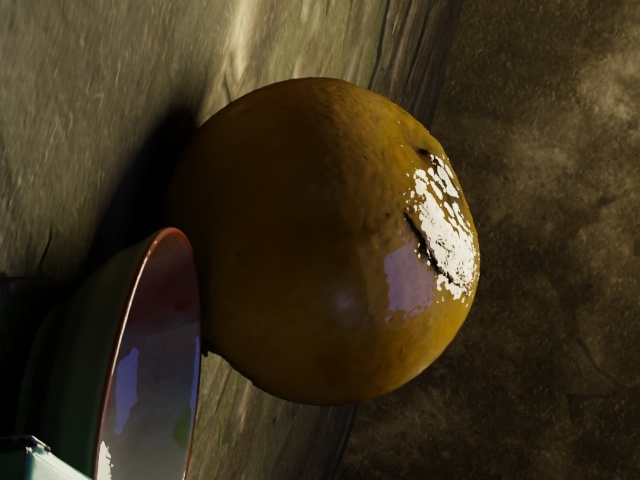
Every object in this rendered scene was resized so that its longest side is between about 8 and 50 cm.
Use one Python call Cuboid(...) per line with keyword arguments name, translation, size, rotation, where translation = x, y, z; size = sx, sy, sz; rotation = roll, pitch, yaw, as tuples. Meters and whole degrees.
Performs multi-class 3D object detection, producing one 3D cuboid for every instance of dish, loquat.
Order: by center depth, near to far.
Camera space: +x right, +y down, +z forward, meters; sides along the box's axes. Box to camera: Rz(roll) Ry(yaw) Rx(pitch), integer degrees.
Cuboid(name="dish", translation=(-0.152, 0.116, 1.307), size=(0.260, 0.085, 0.260), rotation=(6, 90, -80))
Cuboid(name="loquat", translation=(0.000, 0.000, 1.502), size=(0.263, 0.263, 0.263), rotation=(19, 90, -82))

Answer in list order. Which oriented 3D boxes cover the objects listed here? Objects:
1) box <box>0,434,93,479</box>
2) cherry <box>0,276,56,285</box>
Cuboid(name="box", translation=(-0.170, 0.287, 1.041), size=(0.205, 0.118, 0.311), rotation=(49, 40, -55))
Cuboid(name="cherry", translation=(-0.204, 0.047, 0.888), size=(0.126, 0.087, 0.106), rotation=(-29, 148, -50))
